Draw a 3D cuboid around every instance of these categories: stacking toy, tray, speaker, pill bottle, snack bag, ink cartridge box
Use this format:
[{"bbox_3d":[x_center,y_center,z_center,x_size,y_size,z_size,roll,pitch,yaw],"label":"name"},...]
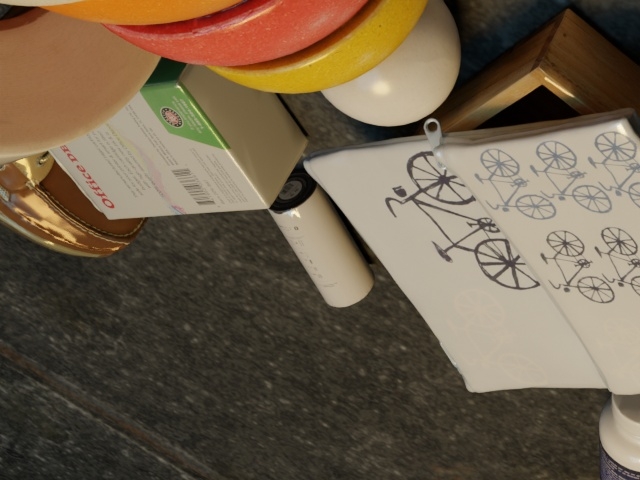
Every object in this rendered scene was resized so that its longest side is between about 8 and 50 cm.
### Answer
[{"bbox_3d":[-0.029,-0.211,1.361,0.350,0.351,0.480,4,156,34],"label":"stacking toy"},{"bbox_3d":[0.285,0.000,1.568,0.411,0.076,0.203,38,147,-12],"label":"tray"},{"bbox_3d":[0.000,0.000,1.805,0.055,0.055,0.136,2,139,36],"label":"speaker"},{"bbox_3d":[0.304,0.189,1.795,0.094,0.094,0.169,16,146,20],"label":"pill bottle"},{"bbox_3d":[0.177,0.023,1.582,0.342,0.037,0.323,-3,136,41],"label":"snack bag"},{"bbox_3d":[-0.143,-0.104,1.736,0.212,0.093,0.154,-5,134,40],"label":"ink cartridge box"}]

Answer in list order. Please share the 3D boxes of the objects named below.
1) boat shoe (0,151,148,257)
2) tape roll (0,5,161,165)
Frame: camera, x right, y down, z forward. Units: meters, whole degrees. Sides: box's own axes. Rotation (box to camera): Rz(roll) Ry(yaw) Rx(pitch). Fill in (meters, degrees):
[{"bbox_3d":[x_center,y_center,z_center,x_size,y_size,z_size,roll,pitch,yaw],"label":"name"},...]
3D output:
[{"bbox_3d":[-0.291,-0.109,1.823,0.324,0.122,0.120,39,144,-17],"label":"boat shoe"},{"bbox_3d":[-0.265,-0.240,1.362,0.072,0.392,0.392,-12,130,47],"label":"tape roll"}]
